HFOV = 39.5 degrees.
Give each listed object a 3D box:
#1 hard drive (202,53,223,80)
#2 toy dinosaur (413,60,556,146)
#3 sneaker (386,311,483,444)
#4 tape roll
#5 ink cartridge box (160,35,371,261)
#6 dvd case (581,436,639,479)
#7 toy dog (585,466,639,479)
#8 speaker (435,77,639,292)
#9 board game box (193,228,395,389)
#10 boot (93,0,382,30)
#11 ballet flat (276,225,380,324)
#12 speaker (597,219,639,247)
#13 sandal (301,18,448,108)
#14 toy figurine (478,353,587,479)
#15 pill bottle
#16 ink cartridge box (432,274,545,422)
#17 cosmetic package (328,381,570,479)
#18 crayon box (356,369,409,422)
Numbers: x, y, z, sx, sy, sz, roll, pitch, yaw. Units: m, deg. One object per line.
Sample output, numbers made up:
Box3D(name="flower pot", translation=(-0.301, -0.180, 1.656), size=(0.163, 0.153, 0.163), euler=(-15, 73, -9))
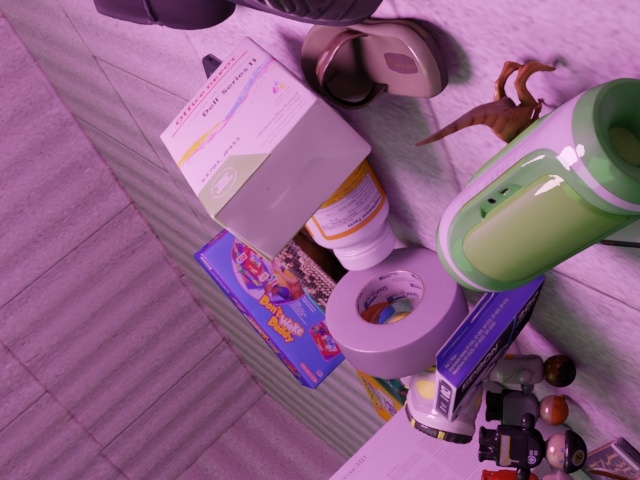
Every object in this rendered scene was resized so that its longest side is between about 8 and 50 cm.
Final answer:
Box3D(name="hard drive", translation=(-0.155, -0.266, 1.593), size=(0.135, 0.022, 0.094), euler=(38, 156, 32))
Box3D(name="toy dinosaur", translation=(0.186, -0.125, 0.889), size=(0.064, 0.112, 0.211), euler=(19, -173, 36))
Box3D(name="sneaker", translation=(0.206, 0.197, 1.525), size=(0.145, 0.147, 0.384), euler=(15, -165, -13))
Box3D(name="tape roll", translation=(0.122, 0.113, 1.419), size=(0.219, 0.219, 0.072), euler=(29, 155, 48))
Box3D(name="ink cartridge box", translation=(-0.100, -0.152, 1.255), size=(0.119, 0.207, 0.353), euler=(38, -173, -35))
Box3D(name="dvd case", translation=(0.510, 0.402, 1.448), size=(0.164, 0.018, 0.221), euler=(44, 163, 14))
Box3D(name="toy dog", translation=(0.439, 0.377, 1.170), size=(0.220, 0.161, 0.333), euler=(61, -175, 33))
Box3D(name="speaker", translation=(0.228, -0.042, 0.890), size=(0.131, 0.131, 0.296), euler=(48, 151, 2))
Box3D(name="board game box", translation=(-0.048, 0.086, 1.761), size=(0.347, 0.233, 0.078), euler=(52, 163, -11))
Box3D(name="boot", translation=(-0.130, -0.332, 1.133), size=(0.367, 0.146, 0.445), euler=(19, 176, -9))
Box3D(name="ballet flat", translation=(0.000, 0.000, 1.565), size=(0.182, 0.164, 0.483), euler=(-24, 125, 36))
Box3D(name="speaker", translation=(0.324, -0.019, 0.906), size=(0.055, 0.055, 0.136), euler=(54, 162, -18))
Box3D(name="sandal", translation=(0.043, -0.215, 1.107), size=(0.120, 0.086, 0.303), euler=(55, 165, -21))
Box3D(name="toy figurine", translation=(0.317, 0.281, 1.333), size=(0.148, 0.209, 0.213), euler=(2, 140, 14))
Box3D(name="pill bottle", translation=(0.023, -0.074, 1.389), size=(0.136, 0.136, 0.245), euler=(24, 151, 55))
Box3D(name="ink cartridge box", translation=(0.229, 0.131, 1.218), size=(0.045, 0.206, 0.208), euler=(34, 160, 22))
Box3D(name="cosmetic package", translation=(0.220, 0.415, 1.577), size=(0.284, 0.377, 0.097), euler=(32, 156, 45))
Box3D(name="crayon box", translation=(0.180, 0.349, 2.045), size=(0.165, 0.081, 0.278), euler=(33, 158, 41))
